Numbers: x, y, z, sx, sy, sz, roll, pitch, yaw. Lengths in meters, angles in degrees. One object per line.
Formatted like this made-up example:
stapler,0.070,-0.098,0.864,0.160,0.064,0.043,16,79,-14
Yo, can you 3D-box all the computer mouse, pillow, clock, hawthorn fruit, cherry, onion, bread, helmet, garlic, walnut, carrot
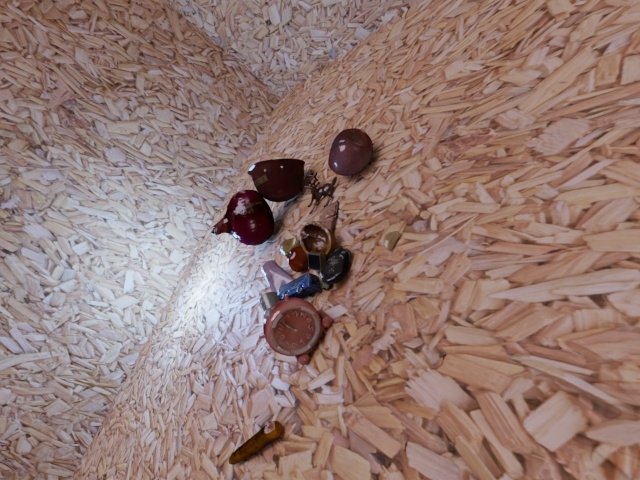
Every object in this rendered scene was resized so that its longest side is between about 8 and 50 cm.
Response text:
computer mouse,0.070,0.114,1.665,0.106,0.062,0.192,-4,46,37
pillow,0.029,-0.093,1.975,0.126,0.043,0.232,-24,39,38
clock,-0.115,0.326,1.557,0.227,0.241,0.142,-59,25,-3
hawthorn fruit,-0.108,0.087,1.922,0.125,0.140,0.124,-170,90,-87
cherry,0.147,-0.420,1.978,0.239,0.206,0.238,-172,90,-87
onion,-0.469,-0.117,2.402,0.386,0.347,0.348,-21,16,-25
bread,-0.146,0.041,2.062,0.157,0.083,0.094,-35,38,39
helmet,-0.258,-0.345,2.448,0.385,0.338,0.229,-15,83,45
garlic,0.265,-0.003,1.513,0.083,0.041,0.053,-51,32,-6
walnut,0.003,0.001,1.849,0.211,0.087,0.166,29,108,42
carrot,-0.255,0.765,1.505,0.314,0.066,0.066,-43,31,25

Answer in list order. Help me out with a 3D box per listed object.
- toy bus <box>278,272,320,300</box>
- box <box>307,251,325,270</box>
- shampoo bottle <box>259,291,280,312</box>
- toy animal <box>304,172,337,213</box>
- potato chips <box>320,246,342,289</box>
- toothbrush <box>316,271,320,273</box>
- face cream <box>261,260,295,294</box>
toy bus,-0.100,0.216,1.793,0.237,0.079,0.093,-30,53,41
box,-0.017,0.094,1.792,0.080,0.035,0.083,5,104,42
shampoo bottle,-0.186,0.351,1.747,0.085,0.085,0.262,-43,55,25
toy animal,-0.004,-0.269,2.191,0.244,0.087,0.259,-7,52,39
potato chips,0.042,0.122,1.741,0.092,0.028,0.207,-19,47,47
toothbrush,-0.025,0.055,1.920,0.021,0.024,0.288,-40,32,23
face cream,-0.204,0.205,1.996,0.154,0.096,0.274,-51,41,4
